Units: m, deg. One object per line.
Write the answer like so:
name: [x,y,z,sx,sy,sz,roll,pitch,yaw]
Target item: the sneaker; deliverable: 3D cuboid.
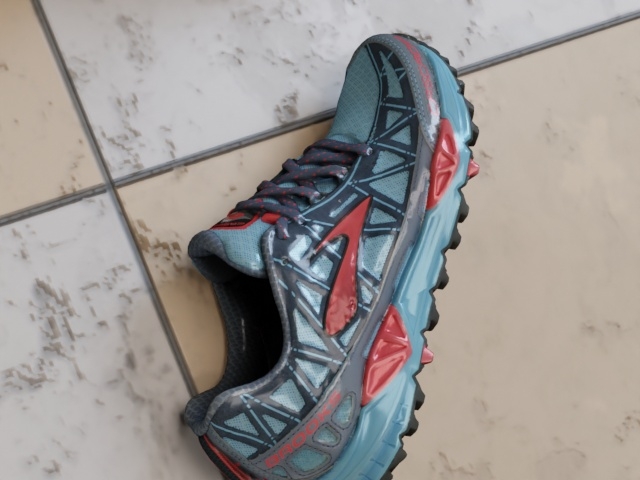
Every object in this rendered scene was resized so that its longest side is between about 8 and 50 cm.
sneaker: [0.000,0.000,0.930,0.125,0.104,0.262,20,66,-21]
